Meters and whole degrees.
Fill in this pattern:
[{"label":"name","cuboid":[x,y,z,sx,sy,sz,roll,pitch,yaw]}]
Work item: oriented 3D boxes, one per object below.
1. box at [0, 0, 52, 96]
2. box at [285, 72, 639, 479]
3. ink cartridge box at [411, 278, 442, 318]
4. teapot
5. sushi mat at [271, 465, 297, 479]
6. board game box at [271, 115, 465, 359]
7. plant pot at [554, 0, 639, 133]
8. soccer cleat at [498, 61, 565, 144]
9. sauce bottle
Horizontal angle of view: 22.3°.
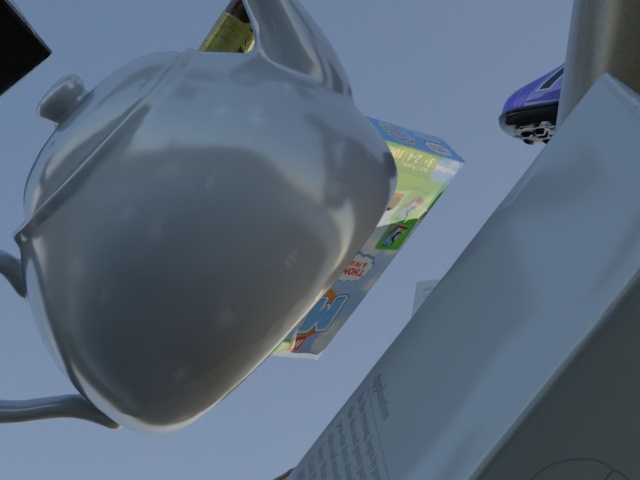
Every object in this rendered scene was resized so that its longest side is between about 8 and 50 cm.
[{"label":"box","cuboid":[-0.415,-0.168,1.589,0.261,0.184,0.103,-40,-54,-2]},{"label":"box","cuboid":[0.118,0.138,0.714,0.215,0.168,0.345,33,-75,-16]},{"label":"ink cartridge box","cuboid":[0.167,0.152,1.484,0.172,0.237,0.100,-7,-38,24]},{"label":"teapot","cuboid":[-0.095,-0.020,0.956,0.187,0.256,0.252,42,-41,-9]},{"label":"sushi mat","cuboid":[0.111,0.178,1.179,0.019,0.316,0.151,-20,-86,56]},{"label":"board game box","cuboid":[0.000,0.000,1.257,0.160,0.039,0.211,10,-58,-53]},{"label":"plant pot","cuboid":[0.272,-0.060,1.007,0.334,0.334,0.305,0,-62,10]},{"label":"soccer cleat","cuboid":[0.302,-0.163,1.393,0.318,0.116,0.108,-15,-13,22]},{"label":"sauce bottle","cuboid":[-0.068,-0.182,1.380,0.042,0.042,0.128,32,-85,-15]}]
